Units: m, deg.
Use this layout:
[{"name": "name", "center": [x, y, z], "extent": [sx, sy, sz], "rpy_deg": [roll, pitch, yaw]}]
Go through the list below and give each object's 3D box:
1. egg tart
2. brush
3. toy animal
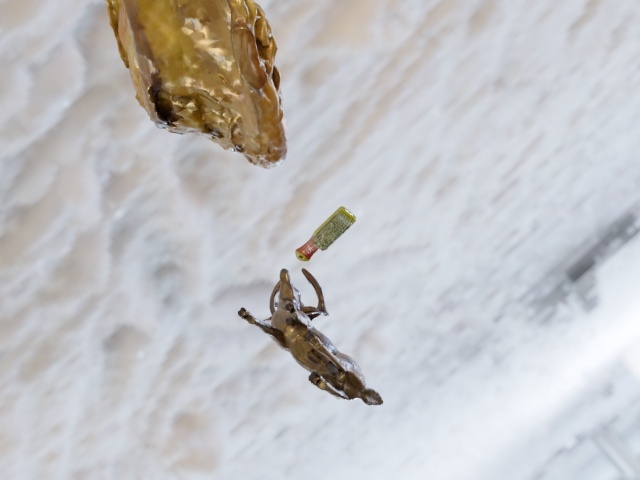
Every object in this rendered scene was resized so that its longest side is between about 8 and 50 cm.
[{"name": "egg tart", "center": [-0.132, -0.218, 1.658], "extent": [0.129, 0.341, 0.341], "rpy_deg": [-16, 161, -9]}, {"name": "brush", "center": [0.000, 0.000, 1.471], "extent": [0.083, 0.019, 0.021], "rpy_deg": [-41, -167, 46]}, {"name": "toy animal", "center": [-0.020, 0.131, 2.291], "extent": [0.087, 0.243, 0.260], "rpy_deg": [-37, 161, 7]}]
